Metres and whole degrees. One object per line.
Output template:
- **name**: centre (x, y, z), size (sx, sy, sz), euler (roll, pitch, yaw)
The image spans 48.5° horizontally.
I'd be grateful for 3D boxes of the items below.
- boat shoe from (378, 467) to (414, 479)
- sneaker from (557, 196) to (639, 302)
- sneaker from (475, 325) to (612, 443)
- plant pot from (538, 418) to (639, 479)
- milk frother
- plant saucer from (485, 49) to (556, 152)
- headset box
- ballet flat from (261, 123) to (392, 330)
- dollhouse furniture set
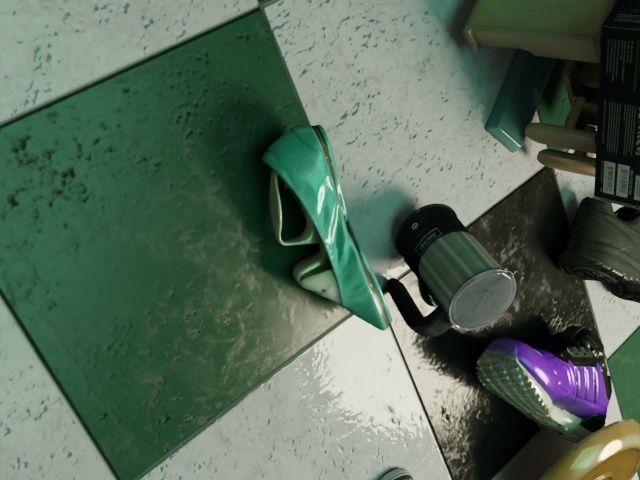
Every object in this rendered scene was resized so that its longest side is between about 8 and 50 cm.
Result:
- **boat shoe**: centre (0.070, 0.337, 0.861), size (0.142, 0.040, 0.049), euler (-38, 115, -25)
- **sneaker**: centre (0.477, 0.020, 1.071), size (0.286, 0.109, 0.130), euler (23, 76, -36)
- **sneaker**: centre (0.323, 0.174, 0.986), size (0.293, 0.102, 0.146), euler (40, 73, -39)
- **plant pot**: centre (0.381, 0.353, 1.019), size (0.236, 0.032, 0.236), euler (-20, 134, -22)
- **milk frother**: centre (0.165, 0.051, 0.834), size (0.143, 0.135, 0.129), euler (14, 118, -32)
- **plant saucer**: centre (0.280, -0.217, 0.955), size (0.067, 0.018, 0.192), euler (30, 77, -34)
- **headset box**: centre (0.438, -0.213, 0.838), size (0.283, 0.131, 0.246), euler (-50, 142, -31)
- **ballet flat**: centre (0.000, 0.000, 0.760), size (0.087, 0.083, 0.248), euler (-23, 110, -5)
- **dollhouse furniture set**: centre (0.305, -0.232, 0.904), size (0.242, 0.160, 0.212), euler (39, 72, -55)
